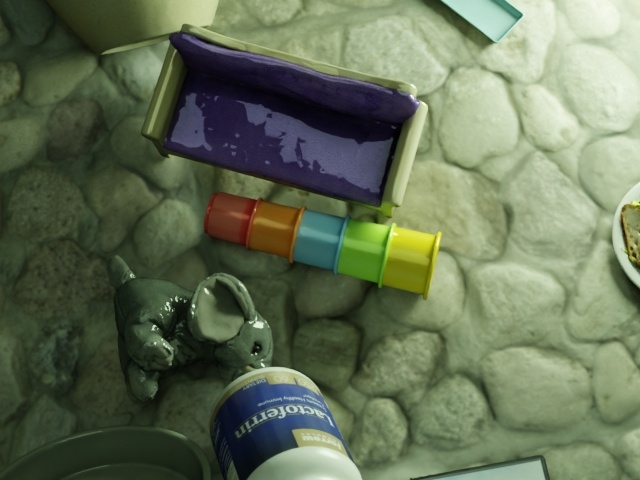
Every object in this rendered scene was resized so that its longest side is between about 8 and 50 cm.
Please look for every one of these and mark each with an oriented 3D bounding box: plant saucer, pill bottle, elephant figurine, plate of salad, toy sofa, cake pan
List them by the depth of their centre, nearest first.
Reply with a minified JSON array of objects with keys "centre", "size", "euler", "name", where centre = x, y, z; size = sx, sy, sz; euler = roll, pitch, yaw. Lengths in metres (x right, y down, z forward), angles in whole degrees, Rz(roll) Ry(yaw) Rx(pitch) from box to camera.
[{"centre":[-0.035,0.278,1.456],"size":[0.153,0.153,0.265],"euler":[-19,30,-7],"name":"pill bottle"},{"centre":[-0.270,0.323,1.468],"size":[0.293,0.293,0.054],"euler":[-11,115,-5],"name":"cake pan"},{"centre":[-0.139,0.120,1.597],"size":[0.239,0.186,0.169],"euler":[-9,27,-15],"name":"elephant figurine"},{"centre":[-0.048,-0.157,1.659],"size":[0.362,0.177,0.150],"euler":[16,81,5],"name":"toy sofa"},{"centre":[0.502,-0.006,1.688],"size":[0.199,0.048,0.200],"euler":[0,69,-1],"name":"plate of salad"},{"centre":[0.210,-0.368,1.833],"size":[0.192,0.018,0.067],"euler":[41,74,12],"name":"plant saucer"}]

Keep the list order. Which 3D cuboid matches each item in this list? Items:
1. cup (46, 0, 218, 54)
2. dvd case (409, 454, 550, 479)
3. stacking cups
[{"centre":[-0.263,-0.392,1.706],"size":[0.331,0.331,0.237],"euler":[-15,97,-6],"name":"cup"},{"centre":[0.223,0.408,1.546],"size":[0.180,0.022,0.253],"euler":[-10,70,-4],"name":"dvd case"},{"centre":[0.000,0.000,1.654],"size":[0.316,0.096,0.096],"euler":[13,70,4],"name":"stacking cups"}]
